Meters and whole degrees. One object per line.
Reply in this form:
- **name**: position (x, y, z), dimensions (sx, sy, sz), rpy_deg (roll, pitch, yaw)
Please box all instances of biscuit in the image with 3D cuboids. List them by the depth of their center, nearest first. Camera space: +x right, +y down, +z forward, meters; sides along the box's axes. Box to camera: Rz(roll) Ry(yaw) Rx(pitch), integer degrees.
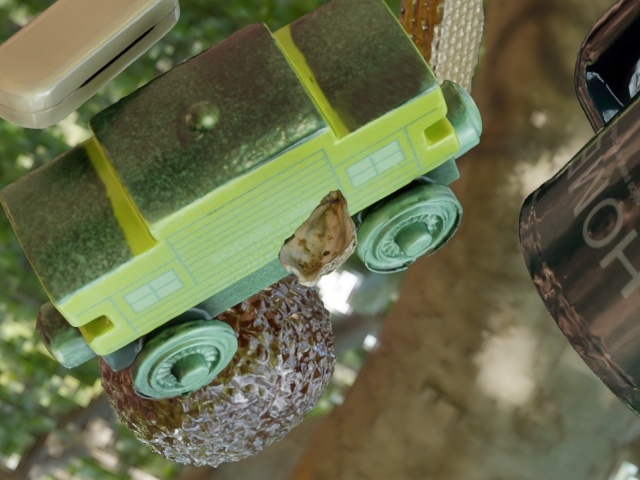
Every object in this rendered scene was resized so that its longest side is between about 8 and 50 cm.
- **biscuit**: position (0.119, -0.253, 1.770), dimensions (0.094, 0.054, 0.378), rpy_deg (-41, 147, -41)

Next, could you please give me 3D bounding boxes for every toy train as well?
- **toy train**: position (-0.068, -0.040, 1.617), dimensions (0.442, 0.179, 0.272), rpy_deg (-30, 149, -1)

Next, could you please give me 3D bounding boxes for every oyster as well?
- **oyster**: position (0.003, 0.001, 1.469), dimensions (0.093, 0.051, 0.034), rpy_deg (-47, 156, -29)

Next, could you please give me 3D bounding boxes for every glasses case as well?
- **glasses case**: position (-0.201, -0.170, 1.585), dimensions (0.196, 0.083, 0.050), rpy_deg (-43, 147, -30)

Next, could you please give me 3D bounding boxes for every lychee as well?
- **lychee**: position (-0.116, 0.111, 1.970), dimensions (0.260, 0.261, 0.260), rpy_deg (-57, -168, 20)

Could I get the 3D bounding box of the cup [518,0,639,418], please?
- **cup**: position (0.304, -0.054, 1.125), dimensions (0.292, 0.242, 0.308), rpy_deg (-48, -163, 30)
